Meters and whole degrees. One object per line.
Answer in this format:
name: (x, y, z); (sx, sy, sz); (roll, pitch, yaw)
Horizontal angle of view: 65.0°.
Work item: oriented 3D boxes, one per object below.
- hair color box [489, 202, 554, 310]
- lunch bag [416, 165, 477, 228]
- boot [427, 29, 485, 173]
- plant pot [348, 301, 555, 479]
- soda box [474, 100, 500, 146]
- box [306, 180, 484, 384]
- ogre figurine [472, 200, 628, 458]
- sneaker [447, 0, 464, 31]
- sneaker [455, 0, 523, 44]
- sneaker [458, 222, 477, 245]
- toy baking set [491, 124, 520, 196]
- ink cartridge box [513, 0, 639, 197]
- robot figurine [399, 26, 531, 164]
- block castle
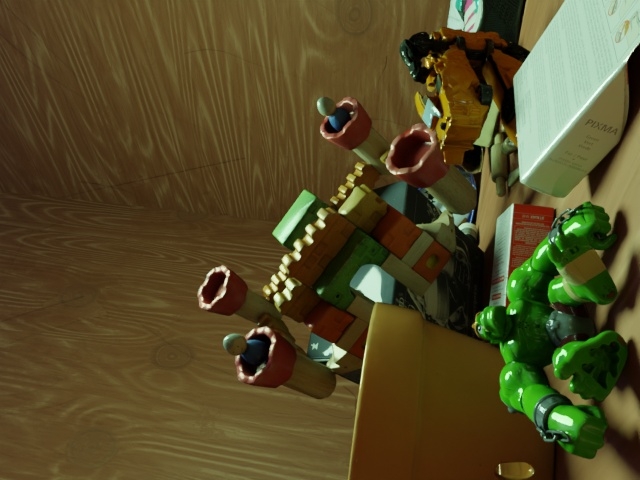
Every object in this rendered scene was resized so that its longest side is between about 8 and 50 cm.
hair color box: (0.251, 0.046, 0.635); (0.093, 0.054, 0.167); (52, -133, -78)
lunch bag: (0.315, -0.042, 1.452); (0.328, 0.239, 0.385); (-28, -40, -78)
boot: (0.308, -0.306, 1.129); (0.283, 0.109, 0.220); (56, -142, -38)
plant pot: (0.149, 0.230, 0.609); (0.291, 0.204, 0.290); (6, -90, -80)
soda box: (0.328, -0.279, 0.983); (0.058, 0.061, 0.181); (-34, -43, -56)
box: (0.166, 0.118, 0.981); (0.313, 0.179, 0.342); (33, -125, -37)
ogre figurine: (0.196, 0.076, 0.429); (0.118, 0.097, 0.196); (118, 149, -65)
sneaker: (0.409, -0.586, 1.358); (0.366, 0.138, 0.210); (-56, -21, -62)
sneaker: (0.338, -0.440, 1.050); (0.178, 0.124, 0.295); (-71, -9, -67)
sneaker: (0.346, 0.044, 1.233); (0.075, 0.063, 0.170); (-53, -26, -60)
toy baking set: (0.326, -0.177, 0.865); (0.196, 0.030, 0.256); (82, -162, -57)
ink cartridge box: (0.259, -0.177, 0.460); (0.224, 0.056, 0.180); (115, 171, -54)
robot figurine: (0.215, -0.210, 0.692); (0.290, 0.211, 0.085); (-87, 4, -48)
block castle: (0.000, 0.000, 0.816); (0.213, 0.303, 0.453); (35, -85, -37)
